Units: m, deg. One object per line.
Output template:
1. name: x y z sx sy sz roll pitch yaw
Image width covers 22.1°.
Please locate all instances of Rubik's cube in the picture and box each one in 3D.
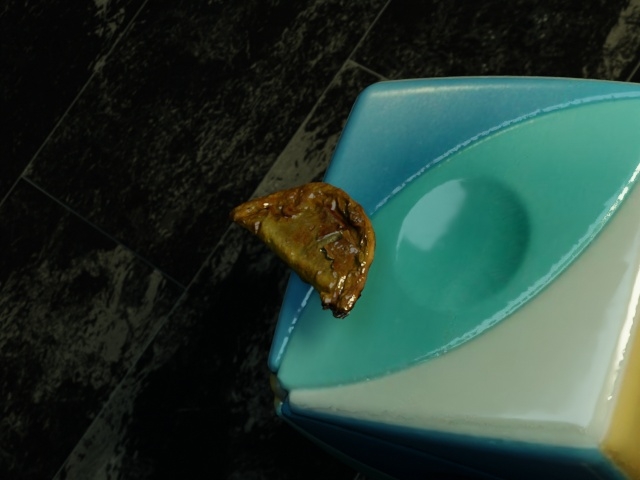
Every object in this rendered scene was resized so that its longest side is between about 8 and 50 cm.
1. Rubik's cube: 0.197 0.069 1.505 0.352 0.352 0.347 5 68 34

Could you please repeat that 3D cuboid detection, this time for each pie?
1. pie: 0.001 -0.002 1.417 0.088 0.033 0.191 -45 45 -3
